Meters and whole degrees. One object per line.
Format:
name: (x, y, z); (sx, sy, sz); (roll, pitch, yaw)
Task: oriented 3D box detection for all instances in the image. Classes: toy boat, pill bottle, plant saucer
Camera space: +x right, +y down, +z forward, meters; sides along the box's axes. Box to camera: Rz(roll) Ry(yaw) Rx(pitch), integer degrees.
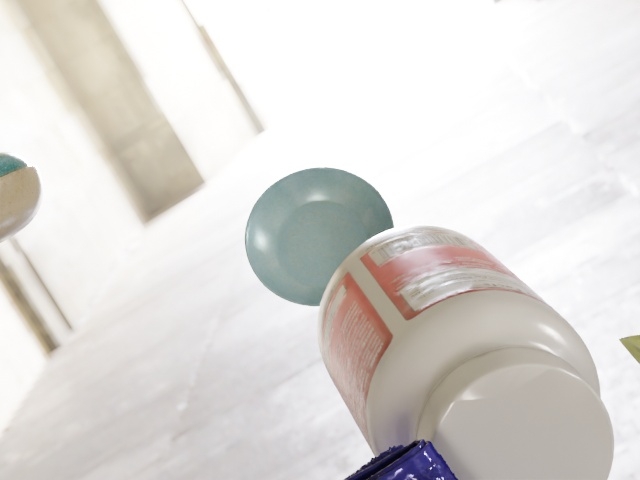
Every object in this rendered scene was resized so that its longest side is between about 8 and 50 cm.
toy boat: (-0.492, -0.029, 1.813); (0.318, 0.148, 0.267); (-28, 4, -19)
pill bottle: (0.140, 0.138, 1.495); (0.229, 0.229, 0.407); (-31, 18, -1)
plant saucer: (0.000, 0.000, 1.938); (0.195, 0.195, 0.037); (-32, -22, -8)

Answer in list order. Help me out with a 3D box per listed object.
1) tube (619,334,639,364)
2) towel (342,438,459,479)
tube: (0.294, 0.071, 0.879); (0.062, 0.070, 0.240); (-3, -10, -41)
towel: (0.079, 0.342, 1.255); (0.228, 0.308, 0.076); (-34, 5, 8)
